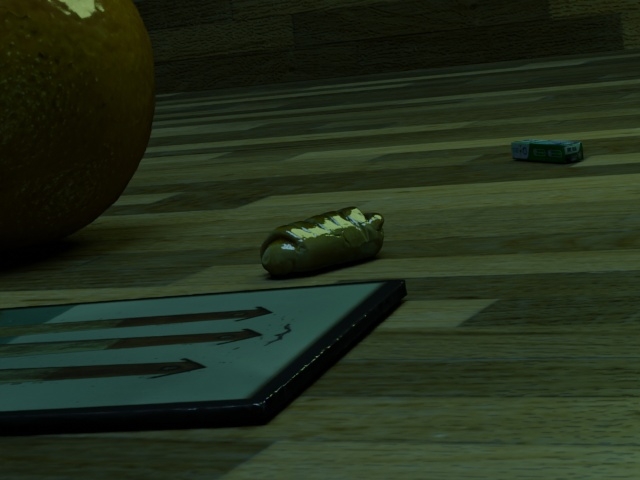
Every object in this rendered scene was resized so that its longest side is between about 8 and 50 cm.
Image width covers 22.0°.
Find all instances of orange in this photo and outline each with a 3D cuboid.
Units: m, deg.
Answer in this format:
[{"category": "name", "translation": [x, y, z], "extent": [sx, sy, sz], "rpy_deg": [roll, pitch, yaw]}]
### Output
[{"category": "orange", "translation": [-0.260, -0.115, 1.252], "extent": [0.274, 0.274, 0.274], "rpy_deg": [-7, 9, 1]}]

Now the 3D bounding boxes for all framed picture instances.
[{"category": "framed picture", "translation": [-0.139, 0.060, 0.837], "extent": [0.323, 0.013, 0.244], "rpy_deg": [-5, 10, 18]}]

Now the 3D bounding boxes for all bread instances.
[{"category": "bread", "translation": [0.000, 0.000, 1.037], "extent": [0.088, 0.034, 0.049], "rpy_deg": [-13, 5, -32]}]

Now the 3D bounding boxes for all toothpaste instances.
[{"category": "toothpaste", "translation": [0.195, -0.078, 1.422], "extent": [0.020, 0.017, 0.083], "rpy_deg": [-12, 10, -25]}]
